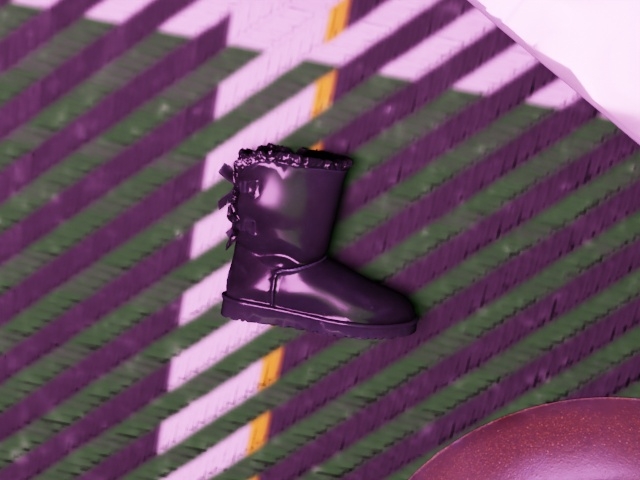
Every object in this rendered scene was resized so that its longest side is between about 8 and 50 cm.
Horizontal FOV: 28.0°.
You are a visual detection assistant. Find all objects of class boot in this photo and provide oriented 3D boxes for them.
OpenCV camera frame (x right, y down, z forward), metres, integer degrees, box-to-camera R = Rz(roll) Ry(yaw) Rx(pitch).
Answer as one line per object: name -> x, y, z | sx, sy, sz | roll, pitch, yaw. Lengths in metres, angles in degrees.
boot -> 0.000, 0.000, 0.719 | 0.121, 0.045, 0.099 | 8, 101, 1

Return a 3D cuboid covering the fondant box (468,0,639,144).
fondant box -> 0.259, -0.119, 0.617 | 0.330, 0.096, 0.238 | 40, 105, 2

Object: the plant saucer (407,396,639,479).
plant saucer -> 0.170, 0.248, 0.772 | 0.311, 0.050, 0.310 | 1, 105, 2
